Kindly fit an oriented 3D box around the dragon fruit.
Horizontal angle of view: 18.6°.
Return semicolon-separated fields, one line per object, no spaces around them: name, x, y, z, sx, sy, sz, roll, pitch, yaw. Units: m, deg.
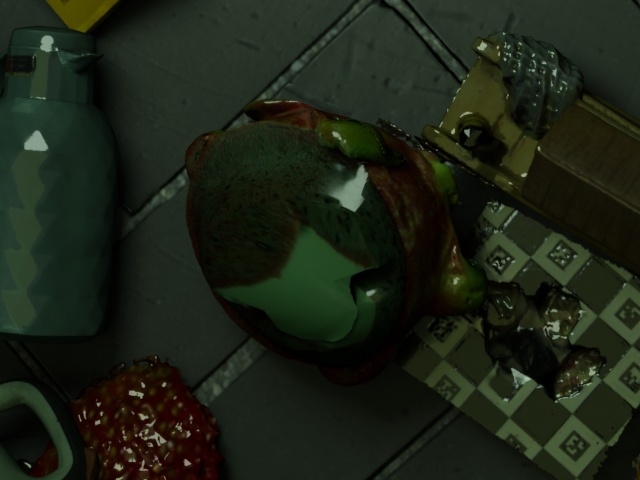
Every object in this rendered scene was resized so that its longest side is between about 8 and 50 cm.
dragon fruit;0.000;0.000;1.703;0.295;0.130;0.268;20;119;22

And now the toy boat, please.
toy boat;0.296;-0.026;1.649;0.445;0.162;0.136;32;98;10

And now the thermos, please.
thermos;-0.266;-0.055;1.811;0.182;0.145;0.286;8;94;48

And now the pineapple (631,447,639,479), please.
pineapple;0.343;0.214;1.664;0.161;0.137;0.176;44;104;8

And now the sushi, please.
sushi;0.198;0.090;1.745;0.210;0.040;0.193;32;95;14

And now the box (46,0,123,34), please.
box;-0.260;-0.327;1.776;0.269;0.043;0.152;49;132;-5

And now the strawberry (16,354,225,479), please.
strawberry;-0.204;0.266;1.812;0.233;0.138;0.306;-2;95;16

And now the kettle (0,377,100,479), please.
kettle;-0.327;0.222;1.774;0.240;0.165;0.255;-43;40;-12
